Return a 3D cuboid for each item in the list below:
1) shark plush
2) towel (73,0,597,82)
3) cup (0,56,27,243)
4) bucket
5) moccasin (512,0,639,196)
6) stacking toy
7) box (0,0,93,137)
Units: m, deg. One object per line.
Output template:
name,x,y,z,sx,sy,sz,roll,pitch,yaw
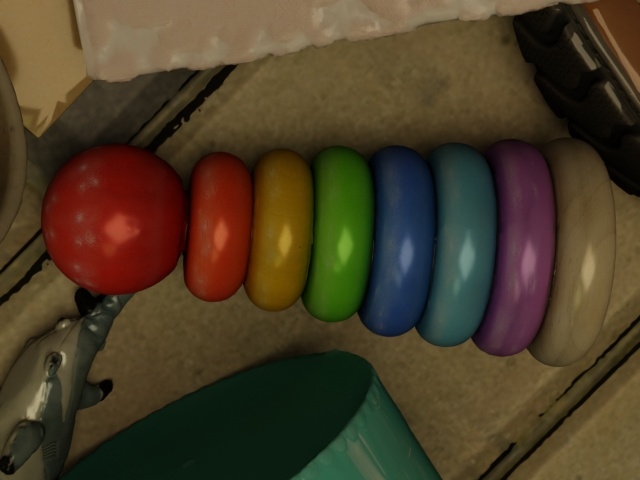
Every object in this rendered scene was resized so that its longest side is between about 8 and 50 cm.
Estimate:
shark plush,-0.159,0.086,1.050,0.067,0.073,0.161,33,75,-38
towel,0.004,-0.261,0.899,0.332,0.053,0.317,-7,105,9
cup,-0.350,-0.036,0.848,0.331,0.331,0.237,35,122,-19
bucket,-0.038,0.203,0.985,0.281,0.281,0.183,-28,104,-3
moccasin,0.268,-0.065,1.041,0.380,0.139,0.147,38,88,-17
stacking toy,0.000,0.000,1.013,0.330,0.141,0.141,3,105,-7
box,-0.156,-0.184,0.975,0.164,0.021,0.201,43,93,-19
